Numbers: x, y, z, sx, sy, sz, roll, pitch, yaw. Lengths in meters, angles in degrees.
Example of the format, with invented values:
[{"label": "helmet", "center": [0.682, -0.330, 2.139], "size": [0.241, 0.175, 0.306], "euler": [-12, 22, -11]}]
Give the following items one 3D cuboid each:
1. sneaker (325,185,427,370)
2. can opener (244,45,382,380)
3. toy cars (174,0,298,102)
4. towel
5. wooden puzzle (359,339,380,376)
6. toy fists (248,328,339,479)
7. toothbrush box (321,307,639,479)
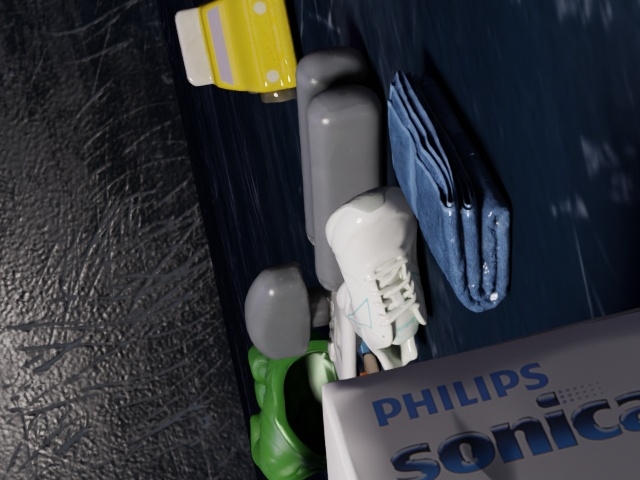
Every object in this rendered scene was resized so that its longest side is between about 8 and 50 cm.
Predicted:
[{"label": "sneaker", "center": [0.040, 0.023, 0.813], "size": [0.152, 0.053, 0.061], "euler": [79, 166, -59]}, {"label": "can opener", "center": [0.000, 0.000, 0.928], "size": [0.280, 0.093, 0.074], "euler": [94, 164, -47]}, {"label": "toy cars", "center": [-0.098, -0.247, 1.233], "size": [0.176, 0.087, 0.394], "euler": [89, 167, -53]}, {"label": "towel", "center": [0.057, -0.024, 0.665], "size": [0.119, 0.029, 0.067], "euler": [-112, 12, -51]}, {"label": "wooden puzzle", "center": [0.042, 0.129, 1.073], "size": [0.078, 0.014, 0.116], "euler": [90, 166, -56]}, {"label": "toy fists", "center": [-0.002, 0.210, 1.220], "size": [0.142, 0.096, 0.279], "euler": [154, 102, -83]}, {"label": "toothbrush box", "center": [0.095, 0.197, 0.365], "size": [0.216, 0.126, 0.295], "euler": [85, 169, -47]}]
